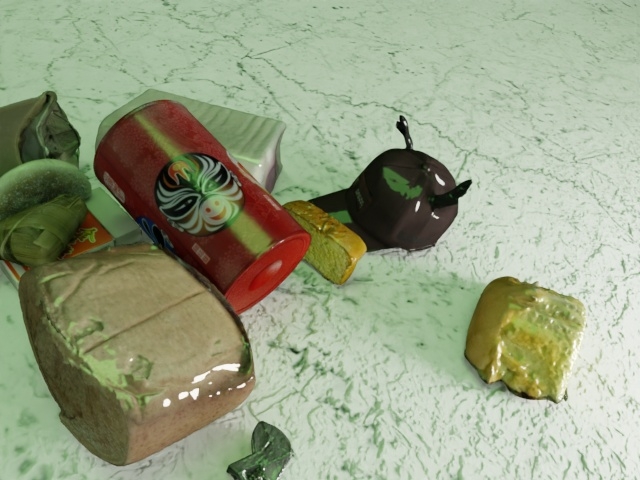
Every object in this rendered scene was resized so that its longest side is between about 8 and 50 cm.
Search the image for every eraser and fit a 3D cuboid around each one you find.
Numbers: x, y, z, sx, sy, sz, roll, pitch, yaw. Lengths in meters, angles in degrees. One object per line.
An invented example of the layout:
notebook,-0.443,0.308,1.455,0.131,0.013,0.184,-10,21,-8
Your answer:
eraser,-0.471,-0.009,1.021,0.230,0.038,0.157,-30,54,-35

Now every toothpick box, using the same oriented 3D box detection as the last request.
toothpick box,-0.200,-0.055,0.942,0.204,0.204,0.333,-32,71,-36

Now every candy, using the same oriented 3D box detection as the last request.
candy,-0.262,-0.191,1.180,0.359,0.145,0.208,16,42,6

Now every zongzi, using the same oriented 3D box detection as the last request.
zongzi,-0.509,-0.024,0.955,0.176,0.078,0.160,5,36,9

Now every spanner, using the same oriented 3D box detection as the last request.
spanner,-0.068,0.375,0.684,0.093,0.026,0.325,1,44,-11

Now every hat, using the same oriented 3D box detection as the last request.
hat,0.139,-0.109,1.117,0.336,0.209,0.238,-5,47,-13
hat,-0.570,-0.167,1.065,0.245,0.214,0.149,-19,24,-30

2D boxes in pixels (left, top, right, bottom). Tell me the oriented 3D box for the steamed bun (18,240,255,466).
steamed bun,-0.258,0.159,0.771,0.301,0.199,0.251,45,35,23

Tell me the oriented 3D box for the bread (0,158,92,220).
bread,-0.505,-0.089,0.993,0.193,0.112,0.036,-29,56,-33

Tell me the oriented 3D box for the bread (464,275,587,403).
bread,0.354,0.134,0.940,0.174,0.133,0.251,22,43,11

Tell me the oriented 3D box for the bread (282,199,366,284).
bread,0.000,0.000,1.048,0.187,0.103,0.065,31,47,25
